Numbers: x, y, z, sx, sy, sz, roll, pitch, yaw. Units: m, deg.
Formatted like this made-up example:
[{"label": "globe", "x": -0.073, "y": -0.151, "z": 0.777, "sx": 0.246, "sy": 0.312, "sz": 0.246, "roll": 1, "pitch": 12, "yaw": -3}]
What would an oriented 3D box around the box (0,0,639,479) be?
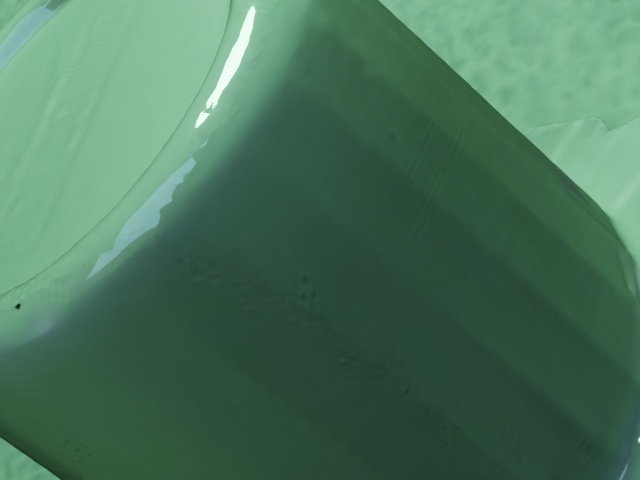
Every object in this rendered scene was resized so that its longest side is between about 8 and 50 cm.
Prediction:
[{"label": "box", "x": 0.000, "y": 0.000, "z": 0.437, "sx": 0.291, "sy": 0.206, "sz": 0.262, "roll": -41, "pitch": 38, "yaw": 13}]
